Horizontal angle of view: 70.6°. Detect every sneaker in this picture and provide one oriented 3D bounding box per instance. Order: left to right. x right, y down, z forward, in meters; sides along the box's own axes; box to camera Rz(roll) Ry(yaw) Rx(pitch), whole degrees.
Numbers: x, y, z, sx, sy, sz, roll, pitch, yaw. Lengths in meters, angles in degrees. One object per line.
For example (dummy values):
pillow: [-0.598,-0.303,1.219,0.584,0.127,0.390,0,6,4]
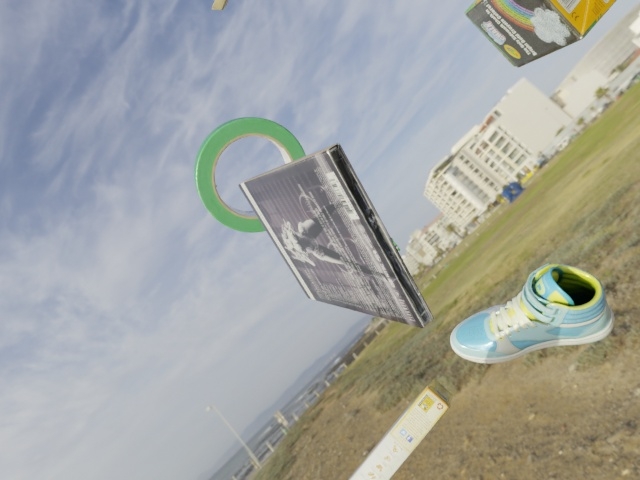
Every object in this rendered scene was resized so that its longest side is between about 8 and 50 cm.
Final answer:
sneaker: [0.396,0.138,0.894,0.318,0.127,0.208,-20,-41,19]

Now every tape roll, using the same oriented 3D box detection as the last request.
tape roll: [-0.194,-0.186,1.288,0.321,0.321,0.077,-43,25,-4]

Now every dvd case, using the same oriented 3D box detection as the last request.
dvd case: [0.000,0.000,0.445,0.018,0.165,0.221,-37,16,-23]

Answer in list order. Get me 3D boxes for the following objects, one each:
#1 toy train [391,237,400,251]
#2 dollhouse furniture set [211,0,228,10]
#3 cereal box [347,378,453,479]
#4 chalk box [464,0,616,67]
toy train: [0.222,0.006,1.402,0.017,0.083,0.024,-24,-51,-8]
dollhouse furniture set: [-0.209,-0.487,0.846,0.114,0.081,0.091,-38,24,53]
cereal box: [0.117,0.330,0.719,0.240,0.047,0.173,-50,-21,0]
chalk box: [0.441,-0.496,0.923,0.179,0.180,0.289,-49,11,2]
